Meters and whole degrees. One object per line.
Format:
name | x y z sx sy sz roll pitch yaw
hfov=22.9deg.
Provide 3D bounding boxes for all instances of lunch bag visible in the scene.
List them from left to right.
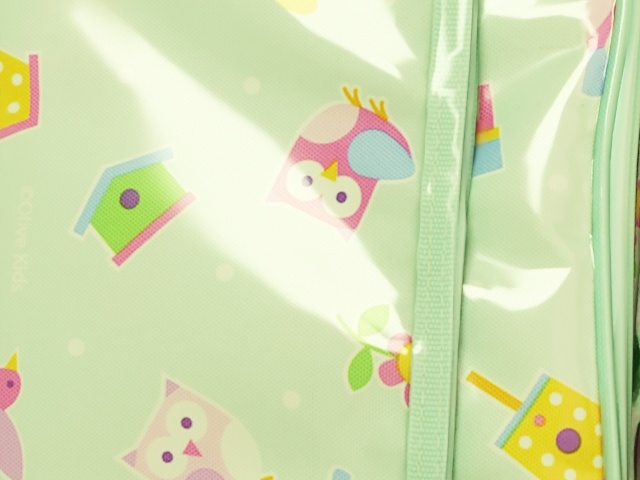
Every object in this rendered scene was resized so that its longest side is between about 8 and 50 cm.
lunch bag | 0.000 0.000 0.489 0.224 0.108 0.279 0 83 18
